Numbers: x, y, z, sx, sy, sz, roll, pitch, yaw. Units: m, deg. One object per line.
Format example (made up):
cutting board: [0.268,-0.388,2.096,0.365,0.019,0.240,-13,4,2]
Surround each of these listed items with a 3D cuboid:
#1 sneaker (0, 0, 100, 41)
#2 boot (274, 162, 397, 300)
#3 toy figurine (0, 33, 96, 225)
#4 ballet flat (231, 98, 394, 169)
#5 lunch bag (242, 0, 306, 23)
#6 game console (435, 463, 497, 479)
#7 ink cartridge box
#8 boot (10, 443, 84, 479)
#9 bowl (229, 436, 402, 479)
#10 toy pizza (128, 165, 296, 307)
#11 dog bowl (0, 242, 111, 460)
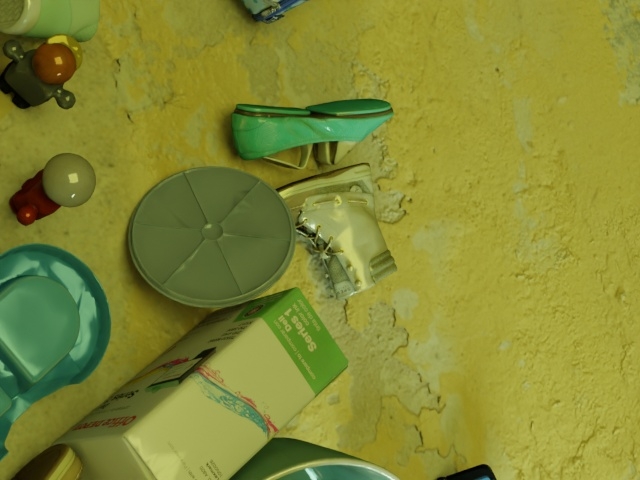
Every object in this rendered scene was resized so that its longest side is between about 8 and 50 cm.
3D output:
sneaker: [-0.341,-0.340,1.526,0.151,0.094,0.256,6,61,-58]
boot: [0.000,0.000,1.690,0.213,0.077,0.165,-19,94,-36]
toy figurine: [-0.357,-0.122,1.420,0.213,0.148,0.210,1,80,-34]
ballet flat: [-0.012,-0.138,1.716,0.247,0.083,0.087,-7,109,-35]
lunch bag: [-0.007,-0.380,1.697,0.090,0.176,0.219,52,56,-15]
game console: [0.194,0.377,1.748,0.107,0.071,0.122,-31,98,-35]
ink cartridge box: [-0.137,0.187,1.477,0.278,0.201,0.117,-40,102,-33]
boot: [-0.281,0.373,1.404,0.203,0.095,0.262,38,65,-22]
bowl: [-0.049,0.349,1.491,0.311,0.163,0.312,-11,116,-24]
toy pizza: [-0.130,-0.003,1.576,0.201,0.032,0.201,2,57,-3]
dog bowl: [-0.361,0.131,1.413,0.297,0.074,0.166,-46,106,-31]
